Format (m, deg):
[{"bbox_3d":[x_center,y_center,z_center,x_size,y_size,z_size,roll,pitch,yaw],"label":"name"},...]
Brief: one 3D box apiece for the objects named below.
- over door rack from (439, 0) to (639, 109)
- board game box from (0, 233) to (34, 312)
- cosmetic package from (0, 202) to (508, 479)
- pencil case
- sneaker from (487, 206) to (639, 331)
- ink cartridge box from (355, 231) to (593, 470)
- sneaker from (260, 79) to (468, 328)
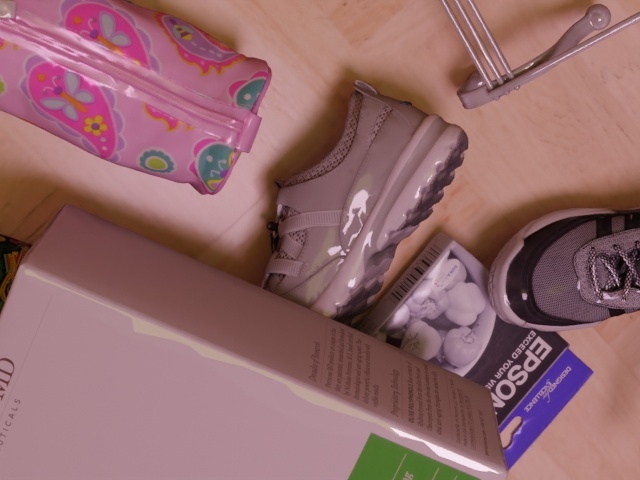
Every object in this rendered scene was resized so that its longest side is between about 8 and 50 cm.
[{"bbox_3d":[0.202,-0.269,1.116,0.324,0.108,0.240,-23,110,24],"label":"over door rack"},{"bbox_3d":[-0.325,0.107,1.147,0.136,0.030,0.260,18,97,-20],"label":"board game box"},{"bbox_3d":[-0.071,0.144,1.077,0.365,0.155,0.197,22,107,-6],"label":"cosmetic package"},{"bbox_3d":[-0.181,-0.134,1.082,0.284,0.124,0.124,24,96,-19],"label":"pencil case"},{"bbox_3d":[0.279,0.018,1.198,0.268,0.153,0.101,-10,95,-23],"label":"sneaker"},{"bbox_3d":[0.112,0.135,1.258,0.208,0.045,0.206,40,90,-21],"label":"ink cartridge box"},{"bbox_3d":[0.000,0.000,1.188,0.115,0.105,0.281,38,96,15],"label":"sneaker"}]
